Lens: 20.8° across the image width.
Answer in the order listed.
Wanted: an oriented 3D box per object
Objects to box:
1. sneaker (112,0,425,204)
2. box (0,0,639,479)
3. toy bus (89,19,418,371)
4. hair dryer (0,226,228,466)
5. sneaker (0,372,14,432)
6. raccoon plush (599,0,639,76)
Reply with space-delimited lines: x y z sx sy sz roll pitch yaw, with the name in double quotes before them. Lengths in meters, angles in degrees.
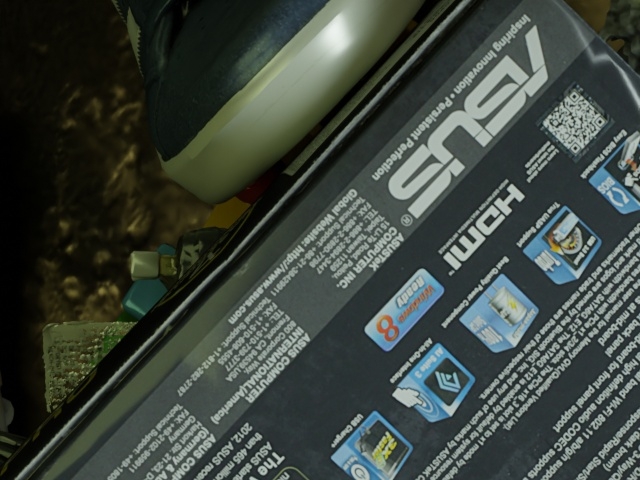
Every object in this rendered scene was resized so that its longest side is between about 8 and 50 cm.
"sneaker" -0.057 -0.137 0.680 0.131 0.148 0.350 -43 22 11
"box" 0.032 0.158 0.567 0.318 0.097 0.395 43 88 -5
"toy bus" 0.002 -0.003 0.751 0.104 0.202 0.191 34 94 0
"hair dryer" -0.110 0.134 0.663 0.223 0.080 0.293 -3 93 16
"sneaker" -0.212 0.066 0.875 0.111 0.129 0.297 -10 59 32
"raccoon plush" 0.227 -0.187 0.463 0.299 0.446 0.216 -1 61 4
